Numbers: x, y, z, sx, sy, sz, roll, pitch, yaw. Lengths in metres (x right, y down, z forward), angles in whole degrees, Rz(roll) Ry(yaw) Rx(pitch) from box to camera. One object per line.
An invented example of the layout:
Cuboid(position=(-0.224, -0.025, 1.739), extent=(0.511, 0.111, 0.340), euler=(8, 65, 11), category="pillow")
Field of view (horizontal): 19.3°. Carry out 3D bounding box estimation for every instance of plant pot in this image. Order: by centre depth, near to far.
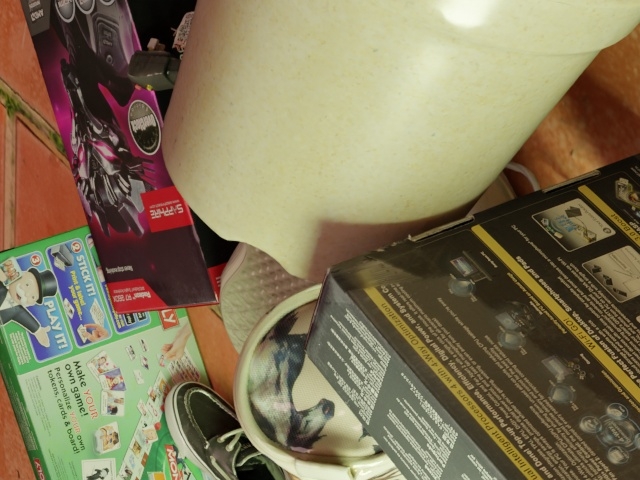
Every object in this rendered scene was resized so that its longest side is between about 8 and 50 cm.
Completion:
Cuboid(position=(0.043, -0.148, 1.287), extent=(0.334, 0.334, 0.305), euler=(51, 132, 29), category="plant pot")

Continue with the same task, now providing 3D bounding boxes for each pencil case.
Cuboid(position=(0.029, 0.166, 1.541), extent=(0.410, 0.160, 0.183), euler=(77, -167, -69), category="pencil case")

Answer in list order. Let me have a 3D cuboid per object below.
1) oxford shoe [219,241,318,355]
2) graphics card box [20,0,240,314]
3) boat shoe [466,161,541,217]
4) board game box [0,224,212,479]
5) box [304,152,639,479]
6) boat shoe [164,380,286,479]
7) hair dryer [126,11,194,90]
Cuboid(position=(0.000, 0.000, 1.691), extent=(0.169, 0.130, 0.449), euler=(22, 145, 15), category="oxford shoe")
Cuboid(position=(-0.176, -0.111, 1.915), extent=(0.233, 0.094, 0.370), euler=(-7, 99, 58), category="graphics card box")
Cuboid(position=(0.149, 0.026, 1.456), extent=(0.156, 0.136, 0.367), euler=(-27, 86, 58), category="boat shoe")
Cuboid(position=(-0.230, 0.142, 2.017), extent=(0.046, 0.214, 0.317), euler=(-16, 93, 58), category="board game box")
Cuboid(position=(0.230, 0.126, 1.215), extent=(0.395, 0.318, 0.097), euler=(49, 141, 30), category="box")
Cuboid(position=(-0.081, 0.227, 1.972), extent=(0.219, 0.078, 0.070), euler=(51, 144, 15), category="boat shoe")
Cuboid(position=(-0.071, -0.228, 1.675), extent=(0.294, 0.080, 0.223), euler=(13, 97, 41), category="hair dryer")
